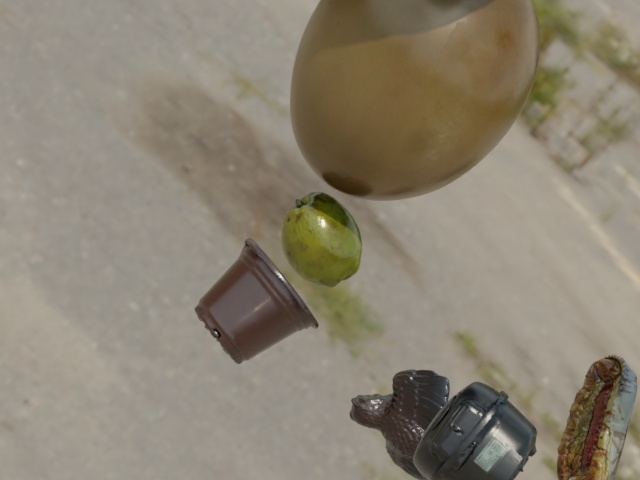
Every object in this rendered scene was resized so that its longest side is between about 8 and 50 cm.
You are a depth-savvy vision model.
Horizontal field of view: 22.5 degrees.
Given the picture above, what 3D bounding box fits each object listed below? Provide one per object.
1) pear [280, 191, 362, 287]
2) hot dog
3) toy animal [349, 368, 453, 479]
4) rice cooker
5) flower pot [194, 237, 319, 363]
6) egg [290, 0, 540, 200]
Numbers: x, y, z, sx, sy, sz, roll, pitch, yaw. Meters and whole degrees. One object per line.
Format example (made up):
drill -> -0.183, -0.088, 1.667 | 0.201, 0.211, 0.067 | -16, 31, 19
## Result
pear -> 0.000, 0.000, 2.167 | 0.131, 0.107, 0.107 | 58, 15, -9
hot dog -> 0.454, 0.310, 2.644 | 0.069, 0.252, 0.131 | 19, -6, -28
toy animal -> 0.132, 0.286, 2.456 | 0.179, 0.218, 0.116 | 7, 39, 2
rice cooker -> 0.184, 0.243, 1.901 | 0.118, 0.142, 0.203 | 38, 0, 9
flower pot -> -0.069, 0.067, 1.565 | 0.111, 0.089, 0.111 | 51, -5, 6
egg -> 0.118, -0.221, 2.106 | 0.301, 0.374, 0.301 | 35, 12, -8
